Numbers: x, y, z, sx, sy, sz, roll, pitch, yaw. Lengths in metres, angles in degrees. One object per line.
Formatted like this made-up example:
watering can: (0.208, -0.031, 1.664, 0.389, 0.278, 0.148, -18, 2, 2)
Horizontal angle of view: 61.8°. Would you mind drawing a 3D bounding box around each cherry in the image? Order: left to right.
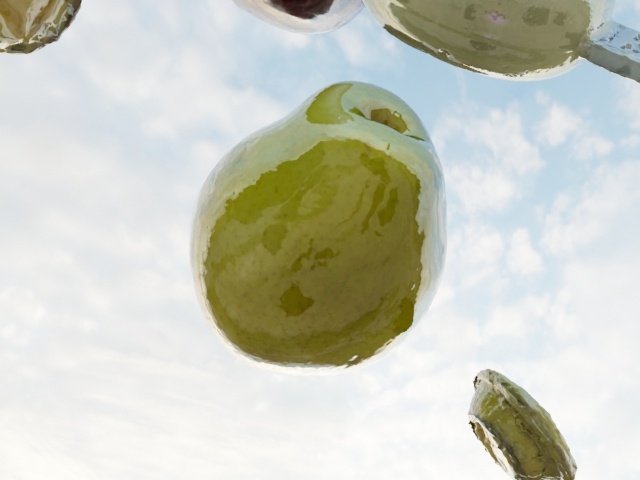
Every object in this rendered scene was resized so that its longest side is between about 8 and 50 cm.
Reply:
cherry: (-0.030, -0.380, 0.695, 0.230, 0.300, 0.203, 22, -85, 24)

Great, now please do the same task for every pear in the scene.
pear: (0.000, 0.000, 0.741, 0.362, 0.362, 0.418, 25, -59, -12)

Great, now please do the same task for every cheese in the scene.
cheese: (0.135, -0.141, 0.345, 0.163, 0.249, 0.070, -15, -38, -24)

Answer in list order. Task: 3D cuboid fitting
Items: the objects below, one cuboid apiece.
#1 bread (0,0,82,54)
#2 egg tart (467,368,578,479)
bread: (-0.225, -0.183, 0.268, 0.114, 0.132, 0.190, 16, -14, 32)
egg tart: (0.266, 0.269, 0.747, 0.074, 0.191, 0.191, -33, -56, -8)
